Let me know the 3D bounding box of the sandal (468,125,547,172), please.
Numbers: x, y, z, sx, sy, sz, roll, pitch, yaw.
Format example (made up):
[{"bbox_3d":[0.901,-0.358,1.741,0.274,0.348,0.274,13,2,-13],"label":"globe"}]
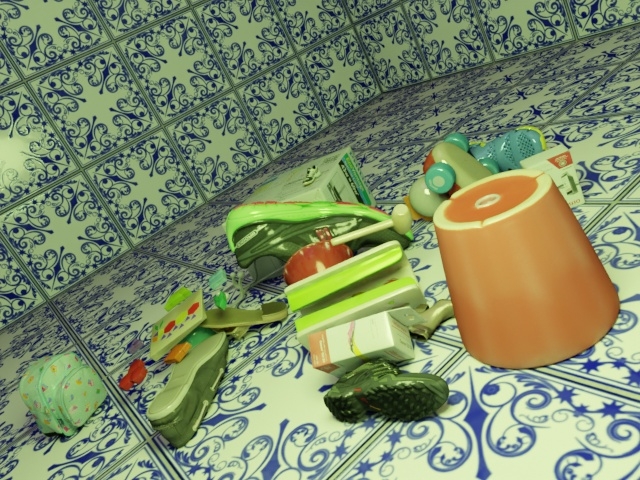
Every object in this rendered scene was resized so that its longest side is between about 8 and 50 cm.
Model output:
[{"bbox_3d":[0.482,-0.230,1.578,0.138,0.126,0.317,-21,4,-30],"label":"sandal"}]

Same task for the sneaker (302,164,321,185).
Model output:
[{"bbox_3d":[-0.032,-0.188,1.624,0.032,0.037,0.083,-8,28,37],"label":"sneaker"}]

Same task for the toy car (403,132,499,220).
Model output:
[{"bbox_3d":[0.329,-0.123,1.508,0.238,0.210,0.219,-49,5,42],"label":"toy car"}]

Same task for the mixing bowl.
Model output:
[{"bbox_3d":[0.011,0.098,1.350,0.181,0.181,0.098,-27,46,2],"label":"mixing bowl"}]

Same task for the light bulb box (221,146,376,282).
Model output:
[{"bbox_3d":[-0.053,-0.088,1.790,0.358,0.225,0.361,-17,21,27],"label":"light bulb box"}]

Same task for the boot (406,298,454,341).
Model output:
[{"bbox_3d":[0.214,0.156,1.085,0.118,0.042,0.087,-11,31,42],"label":"boot"}]

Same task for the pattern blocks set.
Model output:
[{"bbox_3d":[-0.358,0.212,1.414,0.325,0.026,0.285,-33,30,15],"label":"pattern blocks set"}]

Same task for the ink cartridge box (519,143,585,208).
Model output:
[{"bbox_3d":[0.520,-0.131,1.265,0.099,0.135,0.056,-23,22,13],"label":"ink cartridge box"}]

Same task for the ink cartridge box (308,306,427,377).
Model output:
[{"bbox_3d":[0.093,0.187,1.024,0.198,0.115,0.067,-21,61,21],"label":"ink cartridge box"}]

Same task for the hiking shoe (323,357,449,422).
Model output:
[{"bbox_3d":[0.111,0.233,0.939,0.227,0.086,0.114,-15,26,35],"label":"hiking shoe"}]

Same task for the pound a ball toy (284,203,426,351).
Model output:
[{"bbox_3d":[0.087,0.087,1.230,0.319,0.136,0.208,-25,55,8],"label":"pound a ball toy"}]

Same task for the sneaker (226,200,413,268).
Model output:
[{"bbox_3d":[0.000,0.000,1.471,0.483,0.202,0.185,0,7,-6],"label":"sneaker"}]

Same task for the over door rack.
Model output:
[{"bbox_3d":[-0.167,0.120,1.586,0.324,0.108,0.239,-18,22,26],"label":"over door rack"}]

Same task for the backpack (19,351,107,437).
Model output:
[{"bbox_3d":[-0.652,0.381,1.431,0.144,0.188,0.166,-18,20,27],"label":"backpack"}]

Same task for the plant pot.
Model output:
[{"bbox_3d":[0.321,0.031,0.942,0.275,0.243,0.275,-25,18,9],"label":"plant pot"}]

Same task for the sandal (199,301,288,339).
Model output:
[{"bbox_3d":[-0.198,0.217,1.430,0.240,0.079,0.088,-8,24,1],"label":"sandal"}]

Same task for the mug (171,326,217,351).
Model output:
[{"bbox_3d":[-0.325,0.244,1.487,0.158,0.097,0.129,-40,22,-30],"label":"mug"}]

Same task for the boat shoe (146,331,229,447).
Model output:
[{"bbox_3d":[-0.278,0.323,1.258,0.112,0.095,0.335,-20,15,18],"label":"boat shoe"}]
